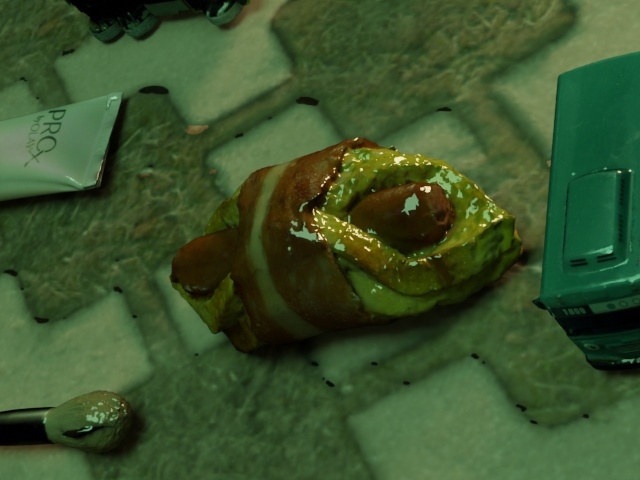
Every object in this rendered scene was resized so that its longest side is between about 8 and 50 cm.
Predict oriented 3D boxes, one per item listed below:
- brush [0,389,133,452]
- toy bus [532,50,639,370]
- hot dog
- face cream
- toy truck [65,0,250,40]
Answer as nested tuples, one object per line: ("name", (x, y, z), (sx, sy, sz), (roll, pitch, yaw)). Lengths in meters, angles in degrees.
("brush", (-0.246, 0.137, 1.188), (0.299, 0.039, 0.042), (-9, 58, 35))
("toy bus", (0.170, -0.017, 0.921), (0.079, 0.092, 0.160), (-12, 56, 34))
("hot dog", (-0.002, 0.000, 1.044), (0.261, 0.093, 0.123), (-17, 53, 29))
("face cream", (-0.265, -0.059, 1.322), (0.243, 0.058, 0.092), (-9, 53, 27))
("toy truck", (-0.127, -0.229, 1.301), (0.191, 0.085, 0.116), (-2, 57, 40))
